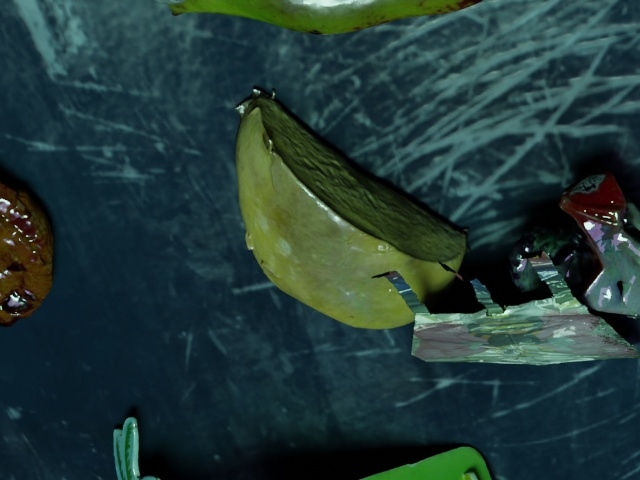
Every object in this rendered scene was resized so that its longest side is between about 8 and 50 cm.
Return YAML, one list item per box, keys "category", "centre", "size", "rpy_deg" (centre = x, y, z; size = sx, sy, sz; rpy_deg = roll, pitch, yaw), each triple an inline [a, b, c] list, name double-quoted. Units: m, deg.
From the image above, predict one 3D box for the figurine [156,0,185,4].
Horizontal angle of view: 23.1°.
- category: "figurine"
  centre: [-0.047, -0.313, 1.030]
  size: [0.382, 0.186, 0.261]
  rpy_deg: [-20, 112, 27]

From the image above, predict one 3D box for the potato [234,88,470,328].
- category: "potato"
  centre: [0.000, 0.000, 1.314]
  size: [0.243, 0.098, 0.138]
  rpy_deg: [34, 125, -17]

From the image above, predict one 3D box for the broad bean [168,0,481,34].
- category: "broad bean"
  centre: [0.044, -0.200, 1.176]
  size: [0.339, 0.061, 0.077]
  rpy_deg: [-9, 118, 12]

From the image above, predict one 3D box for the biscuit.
- category: "biscuit"
  centre: [-0.324, 0.004, 1.380]
  size: [0.192, 0.049, 0.192]
  rpy_deg: [5, 126, 7]

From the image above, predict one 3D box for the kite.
- category: "kite"
  centre: [0.148, 0.061, 1.271]
  size: [0.204, 0.022, 0.360]
  rpy_deg: [-3, 164, 14]

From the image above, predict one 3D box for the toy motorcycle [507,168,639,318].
- category: "toy motorcycle"
  centre: [0.263, 0.006, 1.300]
  size: [0.213, 0.082, 0.122]
  rpy_deg: [12, 119, -21]

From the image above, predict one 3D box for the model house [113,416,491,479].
- category: "model house"
  centre: [-0.028, 0.306, 1.538]
  size: [0.300, 0.340, 0.323]
  rpy_deg: [-13, 166, -34]
